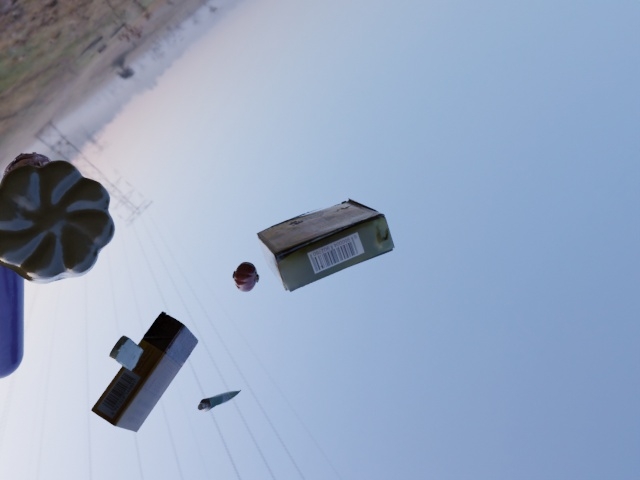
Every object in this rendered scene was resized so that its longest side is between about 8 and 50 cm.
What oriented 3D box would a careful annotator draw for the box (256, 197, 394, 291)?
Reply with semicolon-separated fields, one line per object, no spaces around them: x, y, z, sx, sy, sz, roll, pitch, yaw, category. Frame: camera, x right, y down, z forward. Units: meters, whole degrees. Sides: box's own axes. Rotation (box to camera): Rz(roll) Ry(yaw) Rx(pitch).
0.000;0.000;1.962;0.372;0.138;0.420;-22;-166;-9;box

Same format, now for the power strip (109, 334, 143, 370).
-0.612;0.359;1.846;0.080;0.029;0.227;-62;171;-22;power strip

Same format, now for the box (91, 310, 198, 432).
-0.626;0.483;2.137;0.415;0.115;0.264;-58;167;-19;box

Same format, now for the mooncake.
-0.808;-0.056;1.742;0.200;0.378;0.378;-10;-138;58;mooncake

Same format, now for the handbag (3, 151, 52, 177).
-1.080;-0.215;2.180;0.205;0.179;0.116;-43;-127;20;handbag

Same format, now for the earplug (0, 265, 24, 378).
-1.064;0.241;1.886;0.215;0.215;0.456;-133;-134;-65;earplug

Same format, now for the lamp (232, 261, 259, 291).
-0.263;0.128;2.053;0.092;0.108;0.108;8;-138;5;lamp

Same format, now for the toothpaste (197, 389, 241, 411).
-0.380;0.591;2.155;0.078;0.047;0.248;-32;166;16;toothpaste
